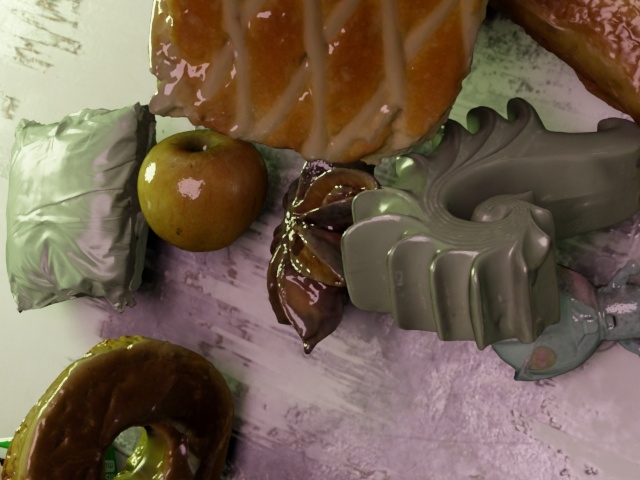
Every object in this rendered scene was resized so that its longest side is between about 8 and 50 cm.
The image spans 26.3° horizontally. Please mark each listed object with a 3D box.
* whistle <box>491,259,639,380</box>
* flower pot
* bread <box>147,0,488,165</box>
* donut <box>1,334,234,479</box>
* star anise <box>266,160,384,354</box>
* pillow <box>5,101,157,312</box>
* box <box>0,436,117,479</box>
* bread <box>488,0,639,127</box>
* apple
[{"bbox_3d":[0.331,0.089,1.650,0.346,0.134,0.142,-8,79,19],"label":"whistle"},{"bbox_3d":[0.208,-0.033,1.613,0.254,0.367,0.164,16,135,33],"label":"flower pot"},{"bbox_3d":[0.007,-0.322,1.591,0.371,0.279,0.390,15,118,-8],"label":"bread"},{"bbox_3d":[-0.274,0.288,1.878,0.160,0.330,0.330,12,93,61],"label":"donut"},{"bbox_3d":[0.004,-0.017,1.771,0.108,0.315,0.315,17,96,-9],"label":"star anise"},{"bbox_3d":[-0.365,-0.043,2.027,0.283,0.138,0.310,0,85,37],"label":"pillow"},{"bbox_3d":[-0.441,0.342,2.017,0.250,0.180,0.103,-10,78,29],"label":"box"},{"bbox_3d":[0.353,-0.277,1.641,0.344,0.149,0.195,45,117,23],"label":"bread"},{"bbox_3d":[-0.165,-0.068,1.902,0.182,0.182,0.155,16,124,29],"label":"apple"}]
